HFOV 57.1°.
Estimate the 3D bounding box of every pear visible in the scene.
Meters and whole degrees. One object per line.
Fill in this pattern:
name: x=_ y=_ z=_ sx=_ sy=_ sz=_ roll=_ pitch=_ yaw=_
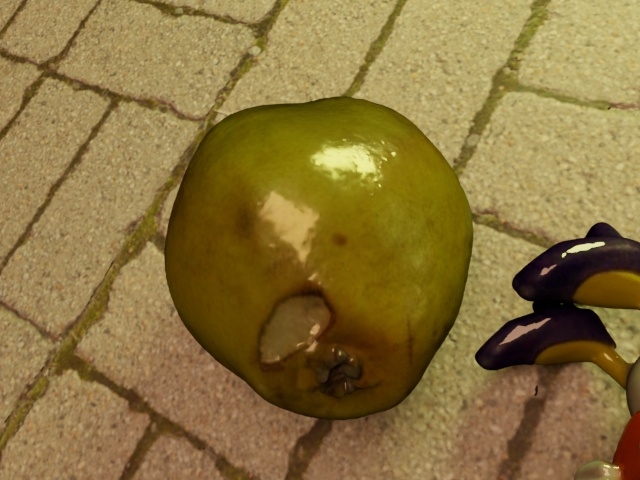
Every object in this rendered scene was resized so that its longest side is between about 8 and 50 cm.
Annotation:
pear: x=0.000 y=0.000 z=0.523 sx=0.269 sy=0.269 sz=0.321 roll=-27 pitch=43 yaw=6

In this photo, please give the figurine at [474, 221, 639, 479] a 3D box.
figurine: x=0.285 y=0.171 z=0.399 sx=0.194 sy=0.154 sz=0.420 roll=0 pitch=45 yaw=-23
